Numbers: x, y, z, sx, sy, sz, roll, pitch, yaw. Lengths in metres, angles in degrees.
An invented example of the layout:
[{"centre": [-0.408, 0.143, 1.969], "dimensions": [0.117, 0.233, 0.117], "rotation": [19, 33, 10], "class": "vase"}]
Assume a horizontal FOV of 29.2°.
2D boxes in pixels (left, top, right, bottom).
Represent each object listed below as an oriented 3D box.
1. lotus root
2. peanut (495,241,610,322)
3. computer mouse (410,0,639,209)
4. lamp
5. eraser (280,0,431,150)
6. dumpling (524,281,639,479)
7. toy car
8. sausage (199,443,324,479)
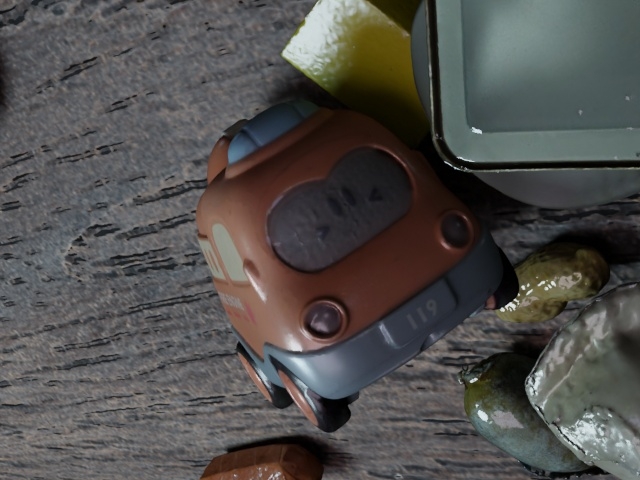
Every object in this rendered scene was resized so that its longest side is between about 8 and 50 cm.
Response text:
[{"centre": [0.187, 0.154, 1.039], "dimensions": [0.165, 0.088, 0.088], "rotation": [32, 142, -9], "class": "lotus root"}, {"centre": [0.177, 0.033, 0.949], "dimensions": [0.054, 0.054, 0.113], "rotation": [46, 140, -11], "class": "peanut"}, {"centre": [0.192, -0.127, 0.727], "dimensions": [0.197, 0.095, 0.331], "rotation": [48, 134, -13], "class": "computer mouse"}, {"centre": [0.174, -0.169, 0.639], "dimensions": [0.269, 0.047, 0.267], "rotation": [2, 102, 35], "class": "lamp"}, {"centre": [0.046, -0.133, 0.883], "dimensions": [0.122, 0.045, 0.097], "rotation": [39, 139, -4], "class": "eraser"}, {"centre": [0.280, 0.105, 0.891], "dimensions": [0.247, 0.142, 0.173], "rotation": [18, 107, 1], "class": "dumpling"}, {"centre": [0.000, 0.000, 0.914], "dimensions": [0.212, 0.180, 0.270], "rotation": [58, 167, -10], "class": "toy car"}, {"centre": [-0.059, 0.256, 1.329], "dimensions": [0.169, 0.065, 0.065], "rotation": [-20, 115, 45], "class": "sausage"}]
